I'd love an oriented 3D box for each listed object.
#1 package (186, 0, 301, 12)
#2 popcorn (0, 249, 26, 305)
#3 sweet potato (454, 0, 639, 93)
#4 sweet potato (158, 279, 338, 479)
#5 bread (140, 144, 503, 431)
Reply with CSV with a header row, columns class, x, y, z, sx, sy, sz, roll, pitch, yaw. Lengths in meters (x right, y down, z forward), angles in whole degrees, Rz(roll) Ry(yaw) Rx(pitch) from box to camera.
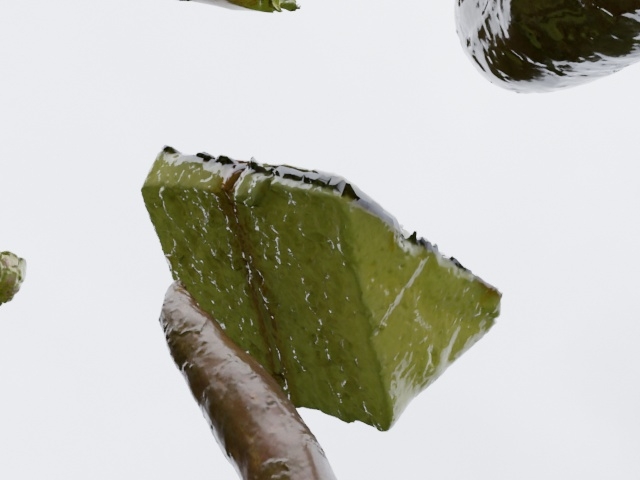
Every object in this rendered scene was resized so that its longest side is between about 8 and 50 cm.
class,x,y,z,sx,sy,sz,roll,pitch,yaw
package,-0.134,-0.301,1.218,0.226,0.090,0.168,16,-22,20
popcorn,-0.406,0.041,1.430,0.096,0.089,0.109,17,-25,-12
sweet potato,0.181,-0.162,0.748,0.130,0.422,0.131,-1,-85,-13
sweet potato,-0.039,0.136,0.815,0.066,0.314,0.072,-26,-42,-15
bread,0.000,0.000,1.041,0.263,0.198,0.236,12,-45,45
